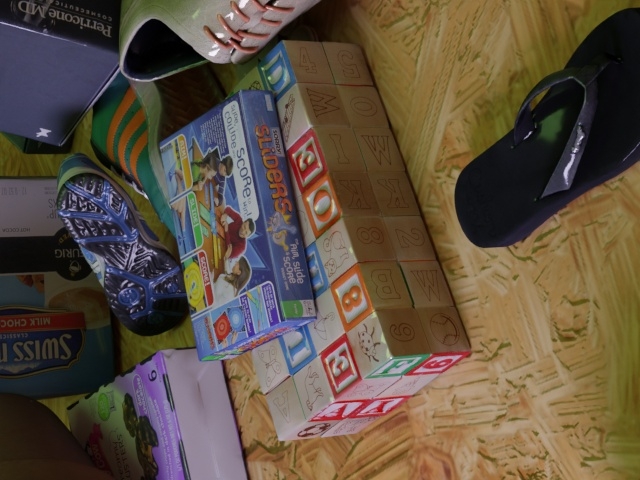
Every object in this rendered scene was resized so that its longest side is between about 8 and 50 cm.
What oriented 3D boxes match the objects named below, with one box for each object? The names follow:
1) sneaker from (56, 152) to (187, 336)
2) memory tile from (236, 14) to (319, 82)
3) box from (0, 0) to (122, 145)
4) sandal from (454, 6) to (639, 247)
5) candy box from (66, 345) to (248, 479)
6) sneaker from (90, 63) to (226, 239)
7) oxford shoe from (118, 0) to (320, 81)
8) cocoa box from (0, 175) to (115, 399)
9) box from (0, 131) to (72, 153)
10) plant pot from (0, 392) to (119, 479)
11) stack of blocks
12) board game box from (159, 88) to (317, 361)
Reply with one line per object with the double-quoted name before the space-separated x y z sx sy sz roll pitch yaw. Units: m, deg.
"sneaker" -0.189 0.002 1.865 0.081 0.080 0.211 -117 3 -56
"memory tile" -0.053 -0.195 1.784 0.113 0.012 0.148 -51 53 40
"box" -0.359 -0.298 1.833 0.179 0.343 0.312 -44 40 51
"sandal" 0.176 -0.074 1.454 0.254 0.054 0.097 -50 54 41
"candy box" -0.158 0.210 1.884 0.196 0.070 0.165 -32 67 49
"sneaker" -0.146 -0.086 1.840 0.121 0.108 0.302 -57 42 38
"oxford shoe" -0.039 -0.216 1.629 0.397 0.140 0.146 -14 56 56
"cocoa box" -0.403 0.063 2.065 0.347 0.231 0.228 -9 84 52
"box" -0.330 -0.221 2.103 0.232 0.059 0.183 40 123 45
"plant pot" -0.297 0.269 1.834 0.229 0.263 0.263 -119 43 -54
"stack of blocks" 0.000 0.000 1.659 0.171 0.087 0.297 -40 60 45
"board game box" -0.072 -0.011 1.651 0.136 0.035 0.201 -26 71 50
